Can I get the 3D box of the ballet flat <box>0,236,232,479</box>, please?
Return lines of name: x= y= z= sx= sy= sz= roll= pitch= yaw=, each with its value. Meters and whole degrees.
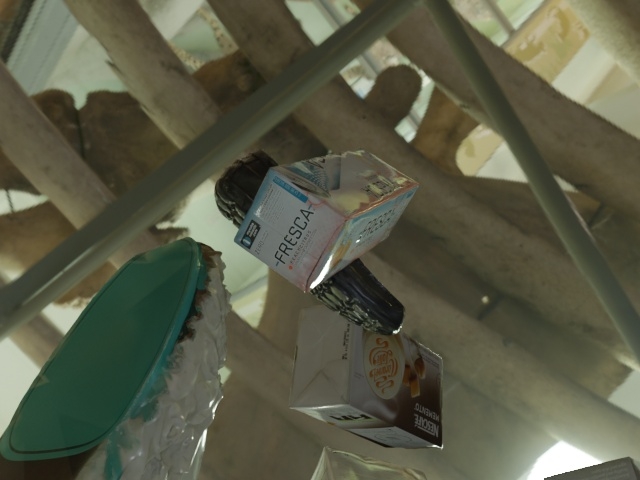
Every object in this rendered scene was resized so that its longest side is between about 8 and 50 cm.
ballet flat: x=-0.153 y=0.180 z=0.421 sx=0.147 sy=0.147 sz=0.409 roll=-31 pitch=-154 yaw=42

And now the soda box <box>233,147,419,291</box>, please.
soda box: x=0.014 y=-0.024 z=0.481 sx=0.058 sy=0.063 sz=0.183 roll=-61 pitch=167 yaw=21

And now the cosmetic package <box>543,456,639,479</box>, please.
cosmetic package: x=0.420 y=0.377 z=0.912 sx=0.127 sy=0.238 sz=0.107 roll=-26 pitch=-130 yaw=27

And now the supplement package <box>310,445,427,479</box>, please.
supplement package: x=0.083 y=0.503 z=1.045 sx=0.263 sy=0.199 sz=0.198 roll=-123 pitch=-127 yaw=-73

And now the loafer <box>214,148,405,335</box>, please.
loafer: x=0.000 y=0.000 z=0.623 sx=0.078 sy=0.223 sz=0.076 roll=-48 pitch=179 yaw=-21

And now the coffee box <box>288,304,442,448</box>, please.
coffee box: x=0.073 y=0.196 z=0.914 sx=0.098 sy=0.246 sz=0.141 roll=-13 pitch=-124 yaw=34
